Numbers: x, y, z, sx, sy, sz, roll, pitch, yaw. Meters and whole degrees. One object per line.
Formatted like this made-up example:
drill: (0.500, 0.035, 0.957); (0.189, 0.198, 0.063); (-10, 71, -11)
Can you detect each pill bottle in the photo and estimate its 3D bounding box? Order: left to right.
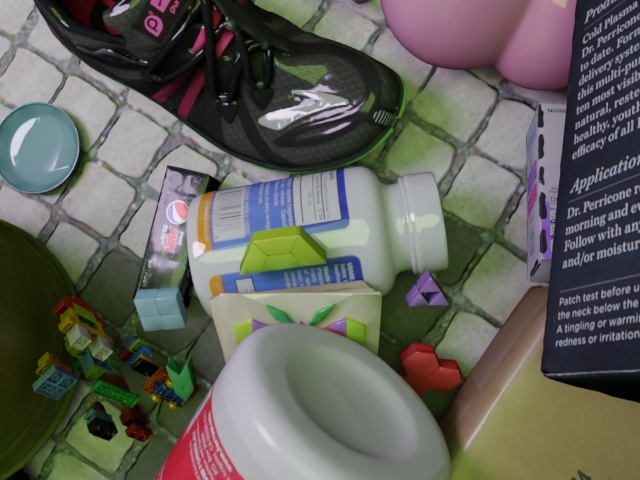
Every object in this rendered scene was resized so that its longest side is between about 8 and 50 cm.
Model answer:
pill bottle: (-0.072, 0.301, 0.659); (0.229, 0.229, 0.408); (35, 111, 7)
pill bottle: (0.000, 0.000, 0.746); (0.271, 0.152, 0.152); (-9, 86, 5)

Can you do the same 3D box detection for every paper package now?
paper package: (0.281, 0.253, 0.692); (0.309, 0.168, 0.325); (33, 90, 6)

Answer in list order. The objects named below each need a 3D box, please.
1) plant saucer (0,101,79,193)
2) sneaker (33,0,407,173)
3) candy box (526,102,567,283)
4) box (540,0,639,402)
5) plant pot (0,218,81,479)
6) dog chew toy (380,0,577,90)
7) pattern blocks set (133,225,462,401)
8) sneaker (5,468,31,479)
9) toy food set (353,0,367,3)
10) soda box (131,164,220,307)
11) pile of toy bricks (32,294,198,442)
plant saucer: (-0.366, -0.119, 0.858); (0.119, 0.021, 0.119); (0, 87, 6)
sneaker: (-0.138, -0.214, 0.748); (0.482, 0.202, 0.185); (22, 90, 7)
candy box: (0.316, -0.049, 0.723); (0.164, 0.070, 0.196); (4, 65, 7)
box: (0.468, -0.079, 0.503); (0.479, 0.297, 0.472); (17, 74, -16)
plant pot: (-0.456, 0.085, 0.641); (0.366, 0.353, 0.367); (2, 73, -7)
dog chew toy: (0.237, -0.260, 0.720); (0.331, 0.206, 0.207); (22, 89, -1)
pattern blocks set: (-0.021, 0.107, 0.712); (0.324, 0.026, 0.286); (-13, 126, 8)
sneaker: (-0.373, 0.341, 0.793); (0.286, 0.109, 0.130); (14, 80, 4)
toy food set: (0.035, -0.468, 0.800); (0.219, 0.092, 0.306); (33, 91, 7)
soda box: (-0.176, -0.003, 0.814); (0.060, 0.053, 0.169); (14, 89, 6)
pile of toy bricks: (-0.251, 0.145, 0.768); (0.118, 0.212, 0.105); (-43, 47, 1)
